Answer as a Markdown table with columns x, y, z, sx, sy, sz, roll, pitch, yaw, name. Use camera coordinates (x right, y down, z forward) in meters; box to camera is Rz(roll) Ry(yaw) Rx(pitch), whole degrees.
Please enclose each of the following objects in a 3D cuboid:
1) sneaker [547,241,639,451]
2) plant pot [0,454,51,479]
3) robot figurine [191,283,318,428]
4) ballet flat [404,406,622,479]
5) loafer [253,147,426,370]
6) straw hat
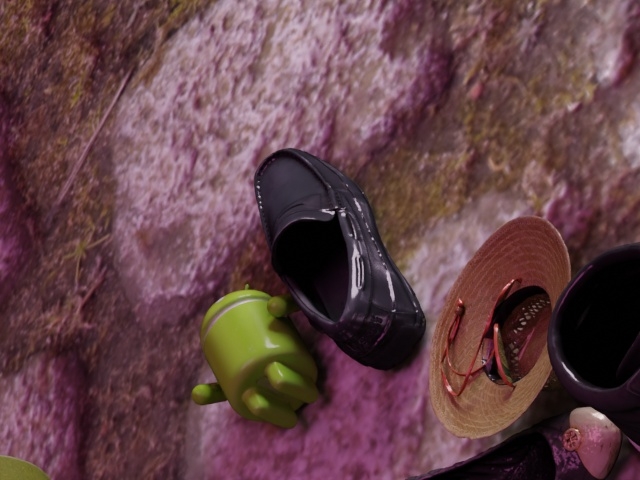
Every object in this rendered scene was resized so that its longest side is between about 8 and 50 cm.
| x | y | z | sx | sy | sz | roll | pitch | yaw | name |
| --- | --- | --- | --- | --- | --- | --- | --- | --- | --- |
| 0.234 | 0.065 | 0.711 | 0.295 | 0.147 | 0.105 | -2 | 66 | 46 | sneaker |
| -0.256 | 0.343 | 1.029 | 0.275 | 0.274 | 0.294 | -44 | 58 | 21 | plant pot |
| -0.044 | 0.081 | 1.069 | 0.101 | 0.067 | 0.115 | -52 | 40 | 16 | robot figurine |
| 0.102 | 0.145 | 0.886 | 0.173 | 0.049 | 0.057 | -33 | 48 | 31 | ballet flat |
| 0.000 | 0.000 | 1.057 | 0.076 | 0.078 | 0.223 | -49 | 41 | 16 | loafer |
| 0.128 | 0.059 | 0.898 | 0.144 | 0.061 | 0.144 | -47 | 33 | 43 | straw hat |
